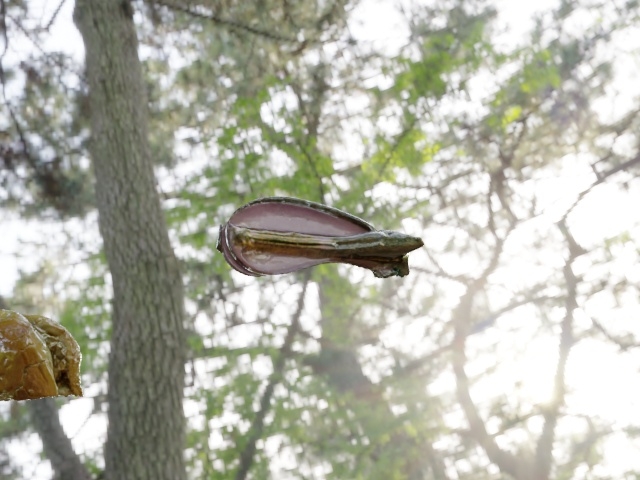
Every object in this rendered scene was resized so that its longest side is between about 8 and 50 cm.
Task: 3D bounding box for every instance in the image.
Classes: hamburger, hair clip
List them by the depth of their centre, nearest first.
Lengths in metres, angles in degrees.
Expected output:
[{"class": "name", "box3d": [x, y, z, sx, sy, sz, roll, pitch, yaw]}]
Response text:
[{"class": "hair clip", "box3d": [0.000, -0.002, 1.616, 0.359, 0.095, 0.110, 5, -79, -29]}, {"class": "hamburger", "box3d": [-0.529, 0.192, 1.761, 0.283, 0.156, 0.144, -1, 3, 28]}]
